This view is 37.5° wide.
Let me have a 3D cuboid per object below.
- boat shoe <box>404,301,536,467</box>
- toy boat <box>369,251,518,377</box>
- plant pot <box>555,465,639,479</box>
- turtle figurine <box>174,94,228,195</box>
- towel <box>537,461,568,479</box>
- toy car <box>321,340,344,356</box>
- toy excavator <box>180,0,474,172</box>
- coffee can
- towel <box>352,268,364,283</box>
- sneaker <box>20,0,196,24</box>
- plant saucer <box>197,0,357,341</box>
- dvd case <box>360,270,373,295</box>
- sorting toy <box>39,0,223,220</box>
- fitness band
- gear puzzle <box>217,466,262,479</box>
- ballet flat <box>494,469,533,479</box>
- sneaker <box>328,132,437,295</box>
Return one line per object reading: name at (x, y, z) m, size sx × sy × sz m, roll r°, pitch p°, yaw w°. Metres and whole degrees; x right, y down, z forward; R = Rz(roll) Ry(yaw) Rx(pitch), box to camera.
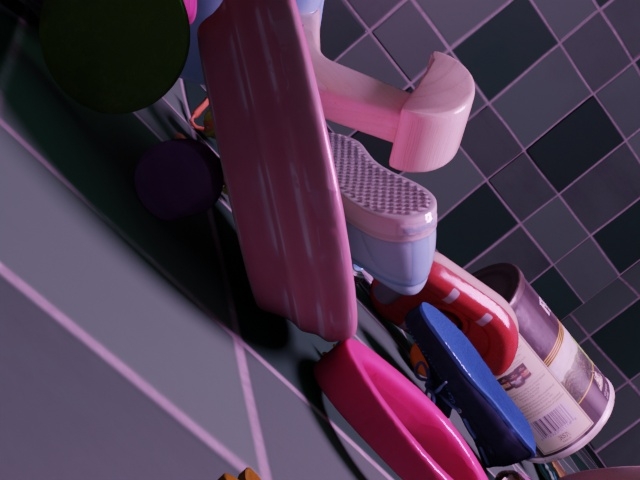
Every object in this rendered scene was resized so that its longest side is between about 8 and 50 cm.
boat shoe at (0.177, 0.200, 1.206) m, size 0.258 × 0.089 × 0.109 m, roll 54°, pitch 20°, yaw -9°
toy boat at (0.171, 0.130, 1.346) m, size 0.231 × 0.151 × 0.151 m, roll 34°, pitch 52°, yaw -13°
plant pot at (0.437, 0.411, 1.189) m, size 0.284 × 0.284 × 0.191 m, roll 41°, pitch 49°, yaw -51°
turtle figurine at (-0.071, -0.094, 1.134) m, size 0.217 × 0.087 × 0.269 m, roll 47°, pitch 9°, yaw -22°
towel at (0.473, 0.507, 1.606) m, size 0.271 × 0.040 × 0.370 m, roll 51°, pitch 6°, yaw -4°
toy car at (0.019, 0.091, 0.969) m, size 0.060 × 0.040 × 0.122 m, roll 44°, pitch 10°, yaw -40°
toy excavator at (-0.063, -0.257, 1.119) m, size 0.222 × 0.432 × 0.445 m, roll 101°, pitch -11°, yaw -45°
coffee can at (0.326, 0.204, 1.569) m, size 0.275 × 0.201 × 0.201 m, roll 49°, pitch 8°, yaw -16°
towel at (0.000, 0.000, 1.358) m, size 0.152 × 0.023 × 0.113 m, roll 50°, pitch 6°, yaw 14°
sneaker at (-0.243, -0.242, 0.869) m, size 0.252 × 0.111 × 0.103 m, roll 20°, pitch 61°, yaw -39°
plant saucer at (-0.042, -0.070, 0.827) m, size 0.332 × 0.084 × 0.332 m, roll 169°, pitch -90°, yaw -87°
dvd case at (0.041, 0.011, 1.528) m, size 0.221 × 0.018 × 0.164 m, roll 53°, pitch 8°, yaw 18°
sorting toy at (-0.162, -0.196, 0.799) m, size 0.366 × 0.127 × 0.126 m, roll 67°, pitch 15°, yaw -4°
fitness band at (0.097, 0.198, 0.874) m, size 0.291 × 0.054 × 0.209 m, roll 44°, pitch 10°, yaw -45°
gear puzzle at (0.055, 0.239, 0.532) m, size 0.339 × 0.044 × 0.175 m, roll 43°, pitch 12°, yaw -29°
ballet flat at (0.231, 0.312, 1.071) m, size 0.079 × 0.077 × 0.221 m, roll 32°, pitch 3°, yaw 1°
sneaker at (0.029, -0.037, 1.292) m, size 0.366 × 0.135 × 0.150 m, roll -135°, pitch -142°, yaw -55°
